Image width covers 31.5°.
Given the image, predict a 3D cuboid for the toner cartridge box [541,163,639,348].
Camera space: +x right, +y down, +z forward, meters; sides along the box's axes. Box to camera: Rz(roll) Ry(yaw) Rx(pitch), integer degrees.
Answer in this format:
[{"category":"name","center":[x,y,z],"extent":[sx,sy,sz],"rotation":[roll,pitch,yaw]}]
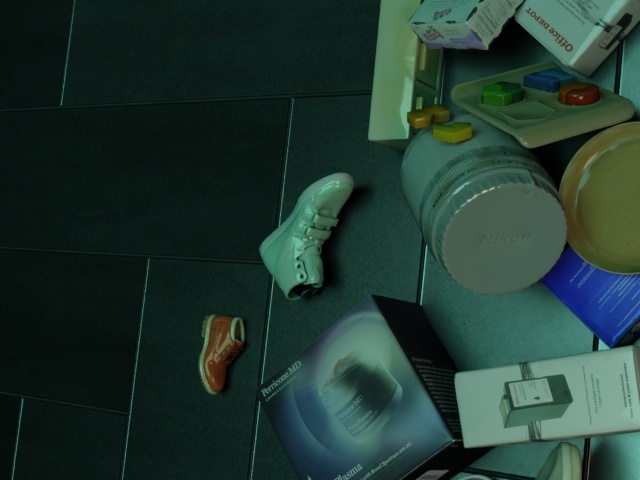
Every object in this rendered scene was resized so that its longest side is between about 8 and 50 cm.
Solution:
[{"category":"toner cartridge box","center":[0.518,-0.010,1.759],"extent":[0.348,0.075,0.165],"rotation":[-52,58,16]}]

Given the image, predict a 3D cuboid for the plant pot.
[{"category":"plant pot","center":[0.478,-0.063,1.732],"extent":[0.236,0.032,0.236],"rotation":[-8,75,34]}]

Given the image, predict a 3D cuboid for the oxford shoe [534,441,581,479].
[{"category":"oxford shoe","center":[0.278,0.501,1.746],"extent":[0.130,0.169,0.449],"rotation":[23,110,3]}]

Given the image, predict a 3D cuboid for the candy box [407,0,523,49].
[{"category":"candy box","center":[0.267,-0.419,1.933],"extent":[0.196,0.070,0.165],"rotation":[-54,32,-12]}]

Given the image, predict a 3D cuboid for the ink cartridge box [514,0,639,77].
[{"category":"ink cartridge box","center":[0.445,-0.396,1.867],"extent":[0.208,0.087,0.153],"rotation":[-49,59,18]}]

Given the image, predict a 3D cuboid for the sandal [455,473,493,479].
[{"category":"sandal","center":[0.154,0.556,1.897],"extent":[0.416,0.102,0.169],"rotation":[-47,60,19]}]

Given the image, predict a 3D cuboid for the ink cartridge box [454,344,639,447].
[{"category":"ink cartridge box","center":[0.381,0.241,1.730],"extent":[0.289,0.211,0.121],"rotation":[-13,76,33]}]

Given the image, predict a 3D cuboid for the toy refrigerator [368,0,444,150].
[{"category":"toy refrigerator","center":[0.162,-0.303,2.039],"extent":[0.094,0.102,0.269],"rotation":[2,83,35]}]

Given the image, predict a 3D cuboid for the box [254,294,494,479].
[{"category":"box","center":[0.089,0.298,1.940],"extent":[0.296,0.183,0.294],"rotation":[-42,60,22]}]

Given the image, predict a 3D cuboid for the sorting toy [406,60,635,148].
[{"category":"sorting toy","center":[0.307,-0.215,1.794],"extent":[0.229,0.307,0.041],"rotation":[-133,32,-53]}]

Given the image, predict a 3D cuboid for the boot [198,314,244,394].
[{"category":"boot","center":[-0.190,0.223,2.221],"extent":[0.085,0.059,0.158],"rotation":[-3,79,29]}]

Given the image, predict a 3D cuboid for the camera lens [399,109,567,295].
[{"category":"camera lens","center":[0.255,-0.067,1.815],"extent":[0.219,0.219,0.274],"rotation":[-49,27,18]}]

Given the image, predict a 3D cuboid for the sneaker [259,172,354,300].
[{"category":"sneaker","center":[0.000,0.000,2.101],"extent":[0.256,0.094,0.151],"rotation":[-49,53,29]}]
